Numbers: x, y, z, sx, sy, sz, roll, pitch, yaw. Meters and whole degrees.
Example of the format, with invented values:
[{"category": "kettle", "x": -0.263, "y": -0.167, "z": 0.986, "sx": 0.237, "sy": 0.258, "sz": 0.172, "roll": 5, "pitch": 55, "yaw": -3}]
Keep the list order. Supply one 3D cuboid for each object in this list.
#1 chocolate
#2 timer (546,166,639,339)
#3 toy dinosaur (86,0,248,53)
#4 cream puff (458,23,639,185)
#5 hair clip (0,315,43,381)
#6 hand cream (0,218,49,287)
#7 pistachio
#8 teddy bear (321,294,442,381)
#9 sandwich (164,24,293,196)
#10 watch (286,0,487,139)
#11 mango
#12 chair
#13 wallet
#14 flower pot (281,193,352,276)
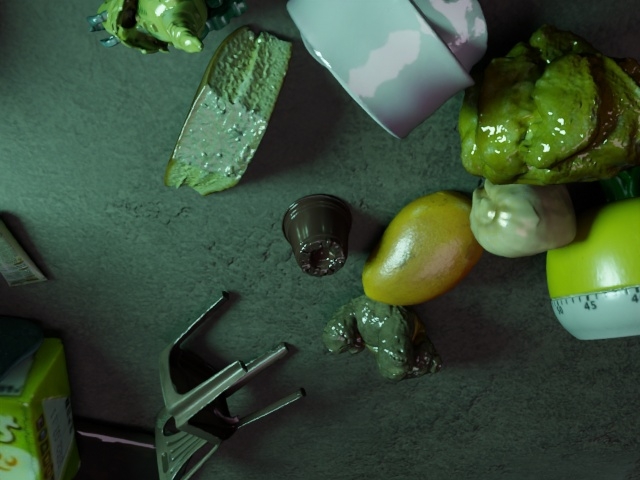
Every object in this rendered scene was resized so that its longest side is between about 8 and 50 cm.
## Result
[{"category": "chocolate", "x": -0.559, "y": 0.300, "z": 1.063, "sx": 0.300, "sy": 0.137, "sz": 0.289, "roll": 2, "pitch": 119, "yaw": -6}, {"category": "timer", "x": 0.463, "y": 0.000, "z": 0.991, "sx": 0.284, "sy": 0.285, "sz": 0.285, "roll": -4, "pitch": 127, "yaw": -6}, {"category": "toy dinosaur", "x": -0.148, "y": -0.244, "z": 0.701, "sx": 0.153, "sy": 0.259, "sz": 0.094, "roll": -39, "pitch": 130, "yaw": -14}, {"category": "cream puff", "x": 0.288, "y": -0.153, "z": 0.829, "sx": 0.243, "sy": 0.196, "sz": 0.244, "roll": -6, "pitch": 166, "yaw": -2}, {"category": "hair clip", "x": -0.595, "y": 0.119, "z": 0.845, "sx": 0.391, "sy": 0.318, "sz": 0.239, "roll": 4, "pitch": 123, "yaw": -10}, {"category": "hand cream", "x": -0.451, "y": 0.016, "z": 0.963, "sx": 0.061, "sy": 0.039, "sz": 0.143, "roll": -12, "pitch": 136, "yaw": 0}, {"category": "pistachio", "x": 0.288, "y": -0.037, "z": 0.942, "sx": 0.200, "sy": 0.145, "sz": 0.117, "roll": -21, "pitch": 151, "yaw": -54}, {"category": "teddy bear", "x": 0.120, "y": 0.167, "z": 1.112, "sx": 0.177, "sy": 0.140, "sz": 0.190, "roll": 9, "pitch": 151, "yaw": 38}, {"category": "sandwich", "x": -0.126, "y": -0.147, "z": 0.857, "sx": 0.094, "sy": 0.096, "sz": 0.258, "roll": 22, "pitch": 118, "yaw": -17}, {"category": "watch", "x": 0.095, "y": -0.227, "z": 0.744, "sx": 0.196, "sy": 0.231, "sz": 0.244, "roll": -41, "pitch": 119, "yaw": 17}, {"category": "mango", "x": 0.154, "y": 0.022, "z": 1.017, "sx": 0.217, "sy": 0.102, "sz": 0.141, "roll": -37, "pitch": 117, "yaw": 15}, {"category": "chair", "x": -0.210, "y": 0.268, "z": 1.100, "sx": 0.326, "sy": 0.176, "sz": 0.183, "roll": -38, "pitch": 132, "yaw": 11}, {"category": "wallet", "x": -0.403, "y": 0.405, "z": 1.250, "sx": 0.309, "sy": 0.042, "sz": 0.165, "roll": 16, "pitch": 121, "yaw": -20}, {"category": "flower pot", "x": 0.000, "y": 0.000, "z": 0.983, "sx": 0.111, "sy": 0.089, "sz": 0.111, "roll": -4, "pitch": 127, "yaw": -6}]
